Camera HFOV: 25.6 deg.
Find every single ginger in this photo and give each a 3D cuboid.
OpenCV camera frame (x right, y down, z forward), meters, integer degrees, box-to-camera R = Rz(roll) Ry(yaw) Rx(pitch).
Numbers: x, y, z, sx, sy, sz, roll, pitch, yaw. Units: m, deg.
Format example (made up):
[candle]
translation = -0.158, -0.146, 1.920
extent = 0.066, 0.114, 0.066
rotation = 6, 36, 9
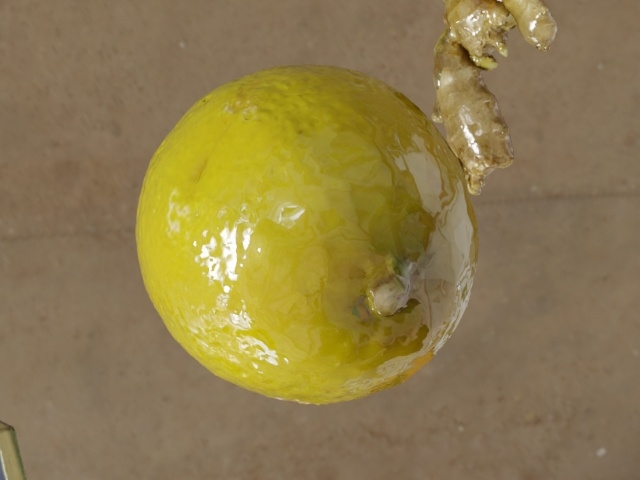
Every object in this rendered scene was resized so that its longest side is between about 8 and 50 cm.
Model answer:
[ginger]
translation = 0.138, -0.147, 1.209
extent = 0.052, 0.176, 0.193
rotation = 2, 151, -39

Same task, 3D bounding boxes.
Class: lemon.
[lemon]
translation = 0.000, 0.000, 0.984
extent = 0.240, 0.219, 0.240
rotation = -8, 107, -28

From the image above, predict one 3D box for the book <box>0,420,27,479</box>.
[book]
translation = -0.287, 0.281, 1.210
extent = 0.018, 0.228, 0.322
rotation = -20, 110, -34
